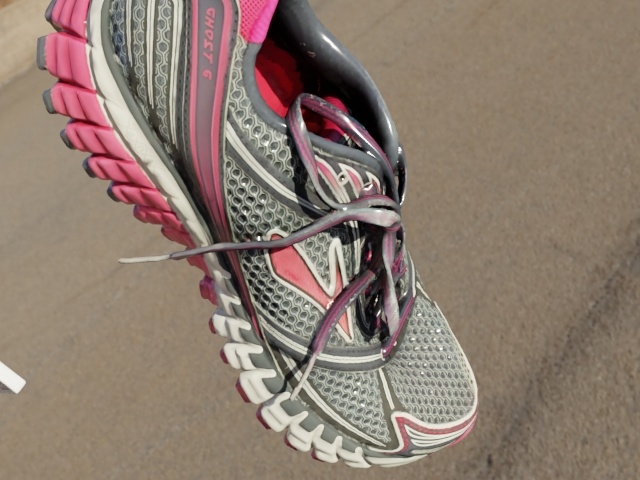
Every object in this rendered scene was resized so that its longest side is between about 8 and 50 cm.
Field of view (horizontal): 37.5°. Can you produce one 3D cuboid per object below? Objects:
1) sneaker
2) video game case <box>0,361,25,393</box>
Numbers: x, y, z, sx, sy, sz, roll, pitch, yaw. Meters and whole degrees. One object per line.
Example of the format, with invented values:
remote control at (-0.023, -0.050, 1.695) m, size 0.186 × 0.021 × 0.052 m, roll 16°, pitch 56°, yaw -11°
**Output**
sneaker at (0.000, 0.000, 0.434) m, size 0.112 × 0.299 × 0.121 m, roll -13°, pitch 38°, yaw 33°
video game case at (-0.253, 0.058, 0.606) m, size 0.087 × 0.122 × 0.011 m, roll -9°, pitch 41°, yaw 53°
